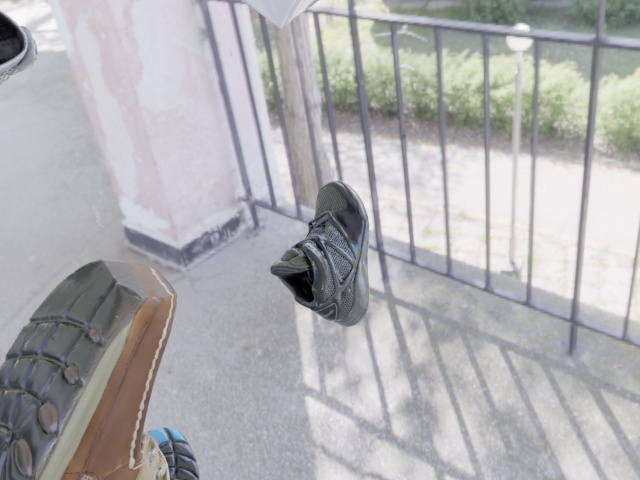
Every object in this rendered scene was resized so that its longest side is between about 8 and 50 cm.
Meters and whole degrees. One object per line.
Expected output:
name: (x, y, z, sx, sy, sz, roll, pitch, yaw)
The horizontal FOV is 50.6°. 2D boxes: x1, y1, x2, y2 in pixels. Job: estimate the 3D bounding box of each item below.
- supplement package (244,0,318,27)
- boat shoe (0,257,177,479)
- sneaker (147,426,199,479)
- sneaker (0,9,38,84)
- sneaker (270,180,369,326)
supplement package: (-0.004, -0.384, 0.693, 0.177, 0.175, 0.293, 38, 49, 2)
boat shoe: (-0.173, 0.165, 0.477, 0.120, 0.324, 0.122, 17, 16, -39)
sneaker: (-0.271, 0.478, 1.090, 0.125, 0.140, 0.340, 7, 68, -26)
sneaker: (-0.198, -0.118, 0.263, 0.115, 0.105, 0.281, -14, 2, -7)
sneaker: (0.000, 0.000, 0.955, 0.087, 0.130, 0.227, -27, 52, 42)
